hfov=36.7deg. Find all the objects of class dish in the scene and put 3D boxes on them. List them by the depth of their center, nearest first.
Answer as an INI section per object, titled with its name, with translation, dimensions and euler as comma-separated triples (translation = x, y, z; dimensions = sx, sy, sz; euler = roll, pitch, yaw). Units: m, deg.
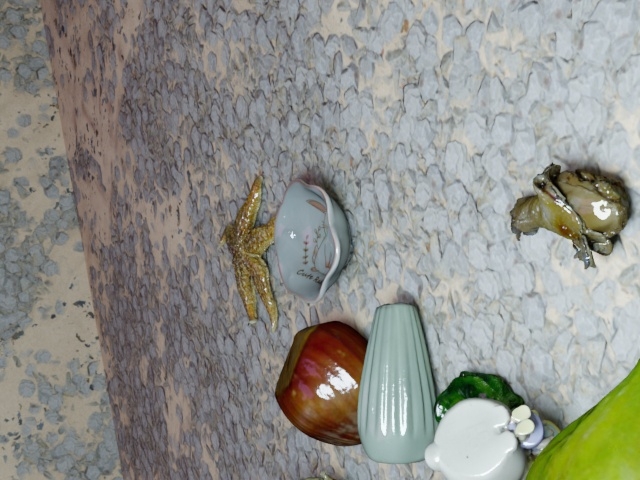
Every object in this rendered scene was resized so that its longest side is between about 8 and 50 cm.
[dish]
translation = 0.000, 0.000, 1.725
dimensions = 0.229, 0.081, 0.229
euler = 9, 101, 60

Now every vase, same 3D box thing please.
[vase]
translation = 0.122, 0.222, 1.523
dimensions = 0.128, 0.128, 0.248
euler = -7, 83, 60

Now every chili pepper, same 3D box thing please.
[chili pepper]
translation = 0.223, 0.228, 1.415
dimensions = 0.182, 0.050, 0.073
euler = -18, 87, 62

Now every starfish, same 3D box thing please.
[starfish]
translation = -0.143, 0.020, 1.996
dimensions = 0.299, 0.060, 0.302
euler = 58, 141, 41

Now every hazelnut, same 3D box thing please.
[hazelnut]
translation = 0.026, 0.252, 1.663
dimensions = 0.212, 0.181, 0.181
euler = 120, 162, -45

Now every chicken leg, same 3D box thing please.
[chicken leg]
translation = 0.298, -0.038, 1.201
dimensions = 0.196, 0.080, 0.125
euler = 25, 130, 57

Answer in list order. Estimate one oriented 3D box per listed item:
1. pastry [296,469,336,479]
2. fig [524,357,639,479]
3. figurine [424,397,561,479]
[pastry]
translation = 0.022, 0.546, 1.732
dimensions = 0.256, 0.170, 0.236
euler = 49, 158, 31
[fig]
translation = 0.327, 0.253, 1.060
dimensions = 0.233, 0.233, 0.314
euler = 13, 113, 59
[figurine]
translation = 0.254, 0.290, 1.294
dimensions = 0.155, 0.235, 0.127
euler = -37, 52, 12
